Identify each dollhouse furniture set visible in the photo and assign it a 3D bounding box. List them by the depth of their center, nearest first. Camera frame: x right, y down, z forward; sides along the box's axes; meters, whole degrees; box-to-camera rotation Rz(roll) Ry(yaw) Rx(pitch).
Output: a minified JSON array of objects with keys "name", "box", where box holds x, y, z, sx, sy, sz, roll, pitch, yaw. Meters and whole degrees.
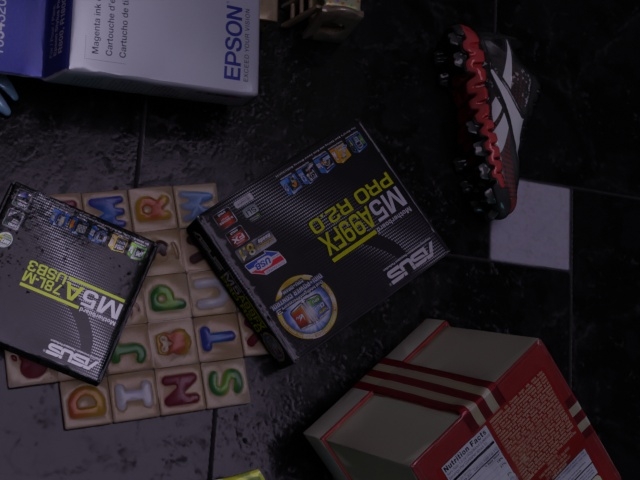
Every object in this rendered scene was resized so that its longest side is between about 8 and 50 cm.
[{"name":"dollhouse furniture set","box":[-0.030,-0.373,1.591,0.161,0.101,0.181,4,75,-17]}]

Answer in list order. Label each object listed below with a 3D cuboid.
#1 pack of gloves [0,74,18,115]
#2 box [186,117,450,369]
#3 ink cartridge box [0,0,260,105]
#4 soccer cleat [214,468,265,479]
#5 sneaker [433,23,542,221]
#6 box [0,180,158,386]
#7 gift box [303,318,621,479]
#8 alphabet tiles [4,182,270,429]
[{"name":"pack of gloves","box":[-0.416,-0.273,1.469,0.232,0.046,0.195,47,67,-2]},{"name":"box","box":[0.000,0.000,1.522,0.270,0.060,0.216,-33,88,-26]},{"name":"ink cartridge box","box":[-0.232,-0.343,1.464,0.330,0.071,0.324,5,79,-25]},{"name":"soccer cleat","box":[-0.120,0.310,1.380,0.289,0.093,0.121,12,101,-22]},{"name":"sneaker","box":[0.244,-0.163,1.631,0.135,0.097,0.276,-5,77,-17]},{"name":"box","box":[-0.312,0.051,1.410,0.191,0.045,0.184,25,68,-10]},{"name":"gift box","box":[0.159,0.273,1.416,0.255,0.258,0.276,-35,109,-25]},{"name":"alphabet tiles","box":[-0.216,0.073,1.466,0.343,0.011,0.285,-6,79,-20]}]
